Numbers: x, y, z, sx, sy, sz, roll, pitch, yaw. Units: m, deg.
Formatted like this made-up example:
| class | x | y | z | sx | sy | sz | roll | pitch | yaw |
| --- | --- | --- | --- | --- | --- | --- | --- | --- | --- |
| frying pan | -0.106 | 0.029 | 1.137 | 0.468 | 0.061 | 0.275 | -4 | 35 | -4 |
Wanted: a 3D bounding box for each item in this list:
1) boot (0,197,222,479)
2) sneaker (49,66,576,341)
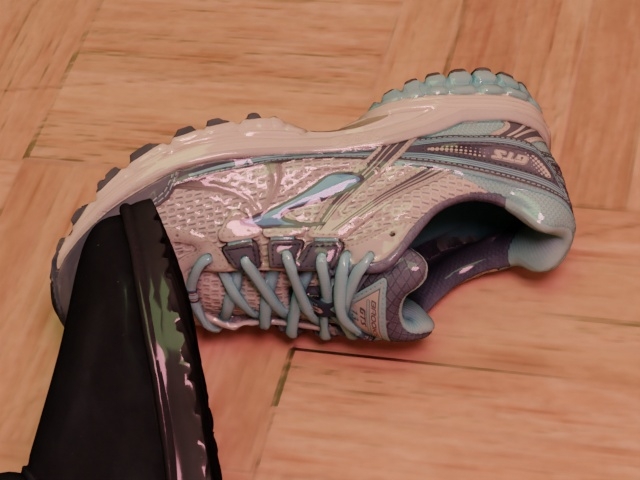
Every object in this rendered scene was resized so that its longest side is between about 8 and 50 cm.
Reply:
| class | x | y | z | sx | sy | sz | roll | pitch | yaw |
| --- | --- | --- | --- | --- | --- | --- | --- | --- | --- |
| boot | -0.150 | 0.111 | 0.798 | 0.207 | 0.094 | 0.246 | -10 | 72 | -1 |
| sneaker | 0.000 | 0.000 | 0.899 | 0.283 | 0.110 | 0.122 | -19 | 51 | -7 |
